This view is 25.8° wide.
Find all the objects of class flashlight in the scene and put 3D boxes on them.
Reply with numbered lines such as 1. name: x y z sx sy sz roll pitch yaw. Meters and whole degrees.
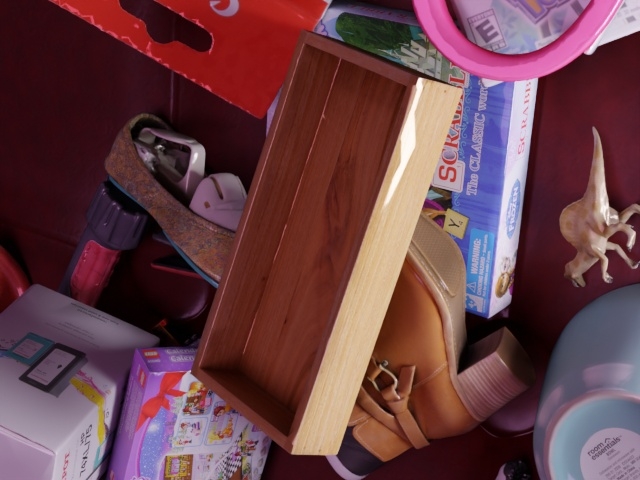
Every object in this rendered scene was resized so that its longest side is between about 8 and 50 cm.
1. flashlight: -0.309 0.058 1.905 0.103 0.103 0.304 27 121 -6

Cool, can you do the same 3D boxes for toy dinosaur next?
1. toy dinosaur: 0.300 -0.021 1.495 0.093 0.053 0.183 19 115 30

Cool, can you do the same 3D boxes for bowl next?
1. bowl: 0.351 0.213 1.470 0.312 0.163 0.311 11 111 30

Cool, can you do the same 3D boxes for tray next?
1. tray: 0.000 0.000 1.500 0.203 0.076 0.410 31 105 47

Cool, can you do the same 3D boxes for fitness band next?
1. fitness band: 0.208 -0.293 1.346 0.209 0.054 0.290 30 105 9

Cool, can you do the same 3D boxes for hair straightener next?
1. hair straightener: -0.119 0.016 1.793 0.230 0.047 0.089 15 113 29

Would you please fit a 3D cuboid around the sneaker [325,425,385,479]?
1. sneaker: 0.025 0.146 1.706 0.147 0.104 0.295 -28 97 35

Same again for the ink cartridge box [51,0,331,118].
1. ink cartridge box: -0.104 -0.361 1.499 0.308 0.091 0.385 29 103 -5

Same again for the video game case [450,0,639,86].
1. video game case: 0.261 -0.346 1.367 0.329 0.036 0.300 -19 94 19

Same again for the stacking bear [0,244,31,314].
1. stacking bear: -0.586 0.084 2.071 0.289 0.175 0.164 -8 103 43

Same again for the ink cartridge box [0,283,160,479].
1. ink cartridge box: -0.364 0.229 1.782 0.197 0.270 0.198 22 124 11

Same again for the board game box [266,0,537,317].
1. board game box: 0.082 -0.104 1.606 0.318 0.066 0.318 16 114 29

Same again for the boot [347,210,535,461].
1. boot: 0.080 0.103 1.569 0.220 0.109 0.283 -33 100 29

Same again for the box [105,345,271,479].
1. box: -0.167 0.270 1.815 0.057 0.201 0.293 51 132 48

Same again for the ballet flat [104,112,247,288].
1. ballet flat: -0.153 -0.053 1.715 0.348 0.123 0.123 41 126 40

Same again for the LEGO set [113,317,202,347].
1. LEGO set: -0.222 0.181 1.895 0.244 0.060 0.182 12 121 13

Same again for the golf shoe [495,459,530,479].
1. golf shoe: 0.192 0.342 1.672 0.094 0.077 0.198 22 115 27
